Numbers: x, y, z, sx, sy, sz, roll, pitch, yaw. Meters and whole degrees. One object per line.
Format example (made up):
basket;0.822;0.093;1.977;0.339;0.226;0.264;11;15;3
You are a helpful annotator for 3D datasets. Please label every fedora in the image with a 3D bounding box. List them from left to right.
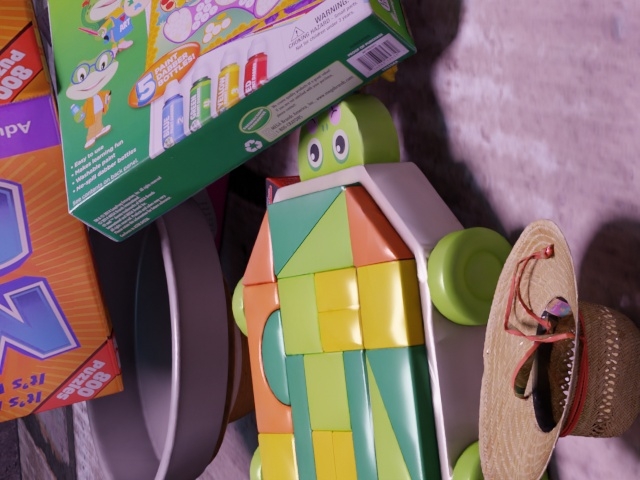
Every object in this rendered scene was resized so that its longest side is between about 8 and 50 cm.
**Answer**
fedora;-0.083;0.104;1.365;0.194;0.079;0.194;180;90;-67

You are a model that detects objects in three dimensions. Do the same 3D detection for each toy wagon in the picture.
toy wagon;0.023;0.052;0.975;0.267;0.068;0.344;-12;85;59

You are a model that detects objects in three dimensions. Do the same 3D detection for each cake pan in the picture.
cake pan;-0.145;0.084;1.340;0.293;0.054;0.293;180;90;-67

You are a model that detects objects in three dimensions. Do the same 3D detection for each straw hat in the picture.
straw hat;0.127;0.062;0.762;0.144;0.061;0.144;-170;90;-79

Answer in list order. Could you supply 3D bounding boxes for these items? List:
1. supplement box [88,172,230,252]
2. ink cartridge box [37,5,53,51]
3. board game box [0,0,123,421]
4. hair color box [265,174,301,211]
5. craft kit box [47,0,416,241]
supplement box;-0.154;-0.068;1.471;0.114;0.111;0.220;-115;27;-44
ink cartridge box;-0.133;-0.213;1.336;0.225;0.056;0.181;-44;44;10
board game box;-0.388;-0.072;1.263;0.356;0.356;0.356;86;167;-49
hair color box;0.000;0.000;1.144;0.141;0.043;0.072;-147;55;-65
craft kit box;-0.072;-0.161;1.031;0.250;0.061;0.246;-31;47;24
